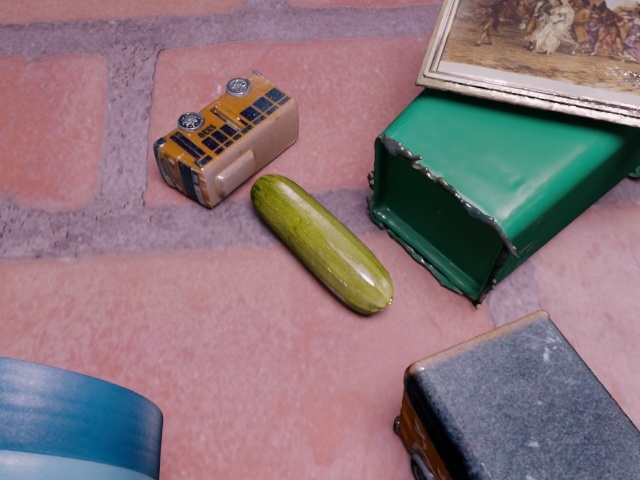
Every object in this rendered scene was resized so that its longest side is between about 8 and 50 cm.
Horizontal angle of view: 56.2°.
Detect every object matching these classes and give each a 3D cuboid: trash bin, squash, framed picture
[{"bbox_3d":[0.264,-0.119,0.708,0.381,0.259,0.295,-41,68,-15],"label":"trash bin"},{"bbox_3d":[0.000,0.000,0.729,0.069,0.069,0.239,-37,66,-20],"label":"squash"},{"bbox_3d":[0.255,-0.218,0.608,0.274,0.017,0.217,14,68,13],"label":"framed picture"}]

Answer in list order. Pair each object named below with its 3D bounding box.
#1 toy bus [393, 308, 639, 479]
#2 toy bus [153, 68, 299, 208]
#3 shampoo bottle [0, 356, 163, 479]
[{"bbox_3d":[0.200,0.237,0.500,0.162,0.194,0.323,-19,51,-12],"label":"toy bus"},{"bbox_3d":[-0.118,-0.130,0.792,0.103,0.091,0.182,38,64,20],"label":"toy bus"},{"bbox_3d":[-0.290,0.287,0.406,0.331,0.331,0.343,-1,61,-1],"label":"shampoo bottle"}]
